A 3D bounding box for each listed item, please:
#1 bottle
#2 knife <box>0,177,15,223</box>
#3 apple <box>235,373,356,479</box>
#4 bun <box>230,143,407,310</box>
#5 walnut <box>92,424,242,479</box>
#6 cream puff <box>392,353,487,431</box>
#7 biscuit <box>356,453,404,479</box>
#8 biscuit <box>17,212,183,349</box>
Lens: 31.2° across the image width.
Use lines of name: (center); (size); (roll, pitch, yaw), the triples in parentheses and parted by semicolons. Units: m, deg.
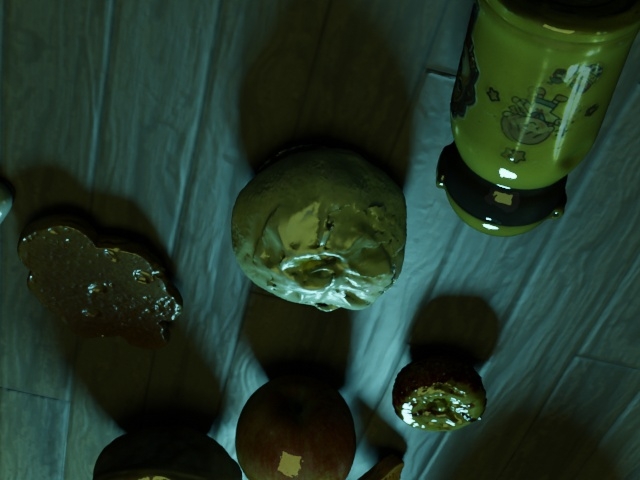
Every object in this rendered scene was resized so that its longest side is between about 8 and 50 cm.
bottle: (0.223, -0.147, 1.247); (0.171, 0.172, 0.351); (9, 137, -1)
knife: (-0.506, -0.007, 1.612); (0.073, 0.041, 0.265); (36, 132, -12)
apple: (-0.037, 0.301, 1.756); (0.188, 0.188, 0.174); (4, 133, 4)
bun: (0.000, 0.000, 1.460); (0.239, 0.141, 0.239); (3, 135, 3)
walnut: (-0.260, 0.430, 1.877); (0.273, 0.273, 0.227); (-11, 168, 19)
cream puff: (0.178, 0.224, 1.714); (0.149, 0.084, 0.149); (3, 141, 3)
biscuit: (0.060, 0.455, 1.929); (0.036, 0.192, 0.186); (39, 148, 27)
biscuit: (-0.310, 0.061, 1.647); (0.208, 0.041, 0.290); (-16, 133, 25)
